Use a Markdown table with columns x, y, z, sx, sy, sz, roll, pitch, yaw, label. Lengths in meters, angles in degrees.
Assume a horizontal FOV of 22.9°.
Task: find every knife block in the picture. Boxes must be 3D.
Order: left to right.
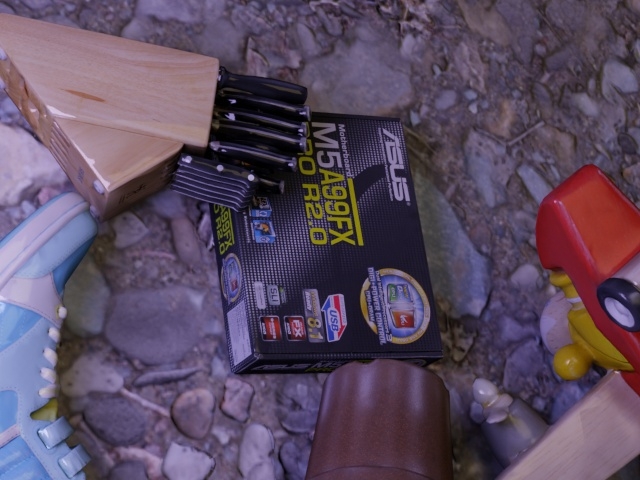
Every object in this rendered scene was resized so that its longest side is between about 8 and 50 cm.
| x | y | z | sx | sy | sz | roll | pitch | yaw | label |
| --- | --- | --- | --- | --- | --- | --- | --- | --- | --- |
| -0.148 | -0.140 | 1.523 | 0.242 | 0.088 | 0.275 | -34 | 81 | -22 | knife block |

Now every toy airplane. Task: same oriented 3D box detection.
| x | y | z | sx | sy | sz | roll | pitch | yaw | label |
| --- | --- | --- | --- | --- | --- | --- | --- | --- | --- |
| 0.343 | 0.125 | 1.650 | 0.386 | 0.272 | 0.384 | 7 | 96 | -32 | toy airplane |

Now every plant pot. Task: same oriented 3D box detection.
| x | y | z | sx | sy | sz | roll | pitch | yaw | label |
| --- | --- | --- | --- | --- | --- | --- | --- | --- | --- |
| 0.057 | 0.212 | 1.502 | 0.167 | 0.167 | 0.165 | 21 | 54 | -21 | plant pot |

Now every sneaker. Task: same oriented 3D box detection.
| x | y | z | sx | sy | sz | roll | pitch | yaw | label |
| --- | --- | --- | --- | --- | --- | --- | --- | --- | --- |
| -0.251 | 0.124 | 1.381 | 0.208 | 0.127 | 0.319 | 40 | 65 | -7 | sneaker |

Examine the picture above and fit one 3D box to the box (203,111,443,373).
| x | y | z | sx | sy | sz | roll | pitch | yaw | label |
| --- | --- | --- | --- | --- | --- | --- | --- | --- | --- |
| 0.000 | 0.000 | 1.612 | 0.216 | 0.060 | 0.270 | 2 | 68 | -28 | box |
